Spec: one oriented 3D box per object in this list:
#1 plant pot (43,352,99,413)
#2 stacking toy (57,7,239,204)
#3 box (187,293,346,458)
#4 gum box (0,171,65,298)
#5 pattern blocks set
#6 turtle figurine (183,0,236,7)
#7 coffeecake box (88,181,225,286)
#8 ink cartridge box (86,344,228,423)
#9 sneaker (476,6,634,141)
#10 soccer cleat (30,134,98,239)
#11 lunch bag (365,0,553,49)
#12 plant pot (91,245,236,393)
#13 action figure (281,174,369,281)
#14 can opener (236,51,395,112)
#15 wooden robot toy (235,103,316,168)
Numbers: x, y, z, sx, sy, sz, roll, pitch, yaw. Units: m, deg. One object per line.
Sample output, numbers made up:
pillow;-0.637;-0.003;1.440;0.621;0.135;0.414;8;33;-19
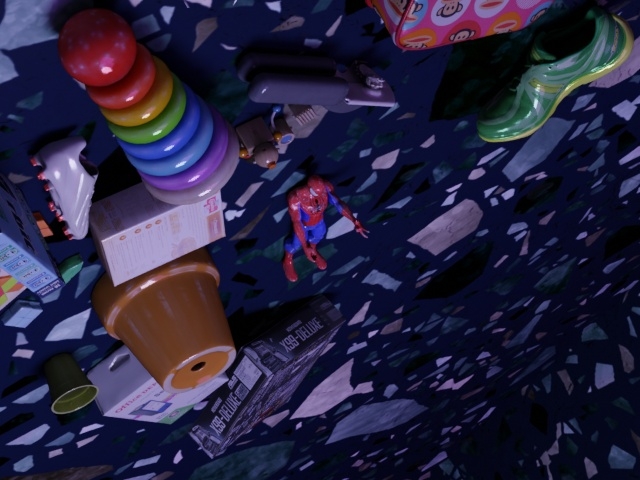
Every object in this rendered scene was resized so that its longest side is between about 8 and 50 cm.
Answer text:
plant pot;-0.423;0.233;2.096;0.083;0.079;0.083;-25;154;-14
stacking toy;-0.218;-0.175;1.546;0.141;0.141;0.330;-32;148;2
box;-0.104;0.264;2.438;0.242;0.076;0.307;-33;163;-44
gum box;-0.396;-0.027;1.558;0.041;0.157;0.184;-31;156;1
pattern blocks set;-0.485;0.059;1.771;0.325;0.026;0.285;2;139;-50
turtle figurine;-0.139;-0.345;1.312;0.175;0.118;0.234;-31;144;-38
coffeecake box;-0.238;-0.027;1.839;0.186;0.068;0.142;-25;154;-14
ink cartridge box;-0.291;0.246;2.255;0.154;0.093;0.212;-38;153;15
sneaker;0.361;-0.277;2.044;0.295;0.109;0.123;-39;131;20
soccer cleat;-0.326;-0.066;1.676;0.076;0.068;0.196;-28;152;-14
lunch bag;0.216;-0.383;1.634;0.293;0.120;0.258;-16;150;-29
plant pot;-0.232;0.131;1.995;0.205;0.188;0.205;-25;154;-13
action figure;0.000;0.000;2.087;0.092;0.139;0.280;-24;152;-18
can opener;-0.003;-0.210;1.759;0.280;0.074;0.093;-1;142;-47
wooden robot toy;-0.077;-0.134;1.811;0.173;0.079;0.076;-26;154;-10
